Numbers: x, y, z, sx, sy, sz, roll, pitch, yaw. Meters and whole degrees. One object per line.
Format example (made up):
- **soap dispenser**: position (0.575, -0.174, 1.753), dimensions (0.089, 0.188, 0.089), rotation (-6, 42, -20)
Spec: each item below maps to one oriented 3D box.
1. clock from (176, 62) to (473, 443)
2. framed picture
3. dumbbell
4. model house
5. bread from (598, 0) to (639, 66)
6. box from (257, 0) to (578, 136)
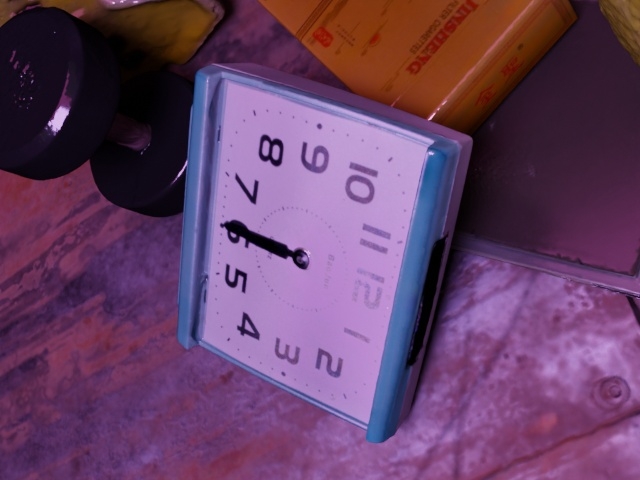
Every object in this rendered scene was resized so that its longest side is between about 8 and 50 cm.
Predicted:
- **clock**: position (0.000, 0.000, 0.680), dimensions (0.231, 0.116, 0.262), rotation (22, 120, 26)
- **framed picture**: position (0.210, -0.095, 0.677), dimensions (0.197, 0.014, 0.252), rotation (16, 87, 30)
- **dumbbell**: position (-0.212, -0.117, 0.789), dimensions (0.153, 0.218, 0.152), rotation (-7, 76, 28)
- **model house**: position (-0.217, -0.276, 0.872), dimensions (0.234, 0.175, 0.193), rotation (-24, 68, 11)
- **bread**: position (0.351, -0.172, 0.439), dimensions (0.348, 0.348, 0.307), rotation (39, 92, 29)
- **box**: position (0.068, -0.218, 0.735), dimensions (0.174, 0.076, 0.274), rotation (-49, 59, 14)
